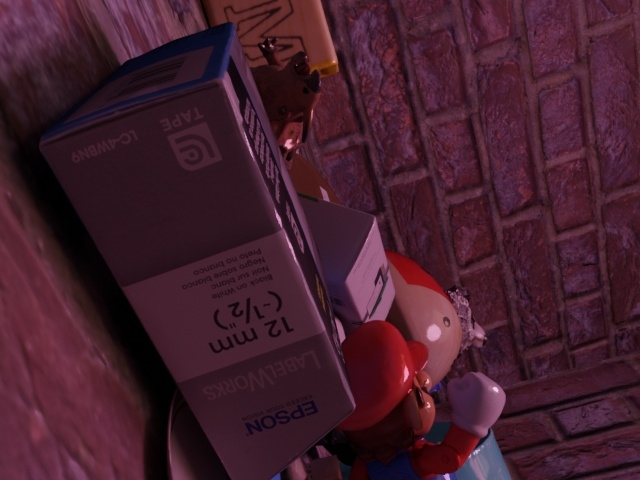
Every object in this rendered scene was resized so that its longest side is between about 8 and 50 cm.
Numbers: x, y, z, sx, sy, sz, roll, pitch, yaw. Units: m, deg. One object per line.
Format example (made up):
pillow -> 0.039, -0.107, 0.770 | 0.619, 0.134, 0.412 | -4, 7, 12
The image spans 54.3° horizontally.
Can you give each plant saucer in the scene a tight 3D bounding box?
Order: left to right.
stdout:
plant saucer -> -0.018, -0.058, 1.125 | 0.278, 0.041, 0.278 | 46, 23, -26

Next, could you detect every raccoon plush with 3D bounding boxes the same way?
raccoon plush -> 0.208, 0.217, 1.622 | 0.299, 0.447, 0.216 | 18, 70, -67

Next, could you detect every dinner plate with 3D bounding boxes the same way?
dinner plate -> -0.079, 0.164, 0.429 | 0.141, 0.017, 0.141 | -16, 90, -86

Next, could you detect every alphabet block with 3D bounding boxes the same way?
alphabet block -> -0.084, -0.375, 1.116 | 0.192, 0.194, 0.197 | -69, 143, -80

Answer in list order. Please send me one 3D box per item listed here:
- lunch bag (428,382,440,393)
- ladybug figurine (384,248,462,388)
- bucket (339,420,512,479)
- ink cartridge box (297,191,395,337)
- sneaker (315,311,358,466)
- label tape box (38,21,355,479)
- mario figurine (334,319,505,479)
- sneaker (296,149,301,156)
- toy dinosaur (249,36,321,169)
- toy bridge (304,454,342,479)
lunch bag -> 0.214, 0.400, 1.742 | 0.293, 0.221, 0.138 | 32, 42, -83
ladybug figurine -> 0.174, 0.156, 1.391 | 0.449, 0.162, 0.305 | -132, -154, -63
bucket -> 0.154, 0.385, 0.889 | 0.281, 0.281, 0.183 | 29, 43, -83
ink cartridge box -> -0.001, 0.037, 0.800 | 0.092, 0.160, 0.219 | -63, 157, -20
sneaker -> -0.002, 0.223, 0.794 | 0.124, 0.107, 0.283 | -73, 147, -51
label tape box -> -0.054, 0.026, 0.496 | 0.249, 0.115, 0.347 | -104, 172, -64
mario figurine -> 0.117, 0.236, 0.698 | 0.170, 0.198, 0.320 | -47, 117, -85
sneaker -> -0.077, -0.191, 1.426 | 0.077, 0.072, 0.178 | 38, 27, -62
toy dinosaur -> -0.066, -0.141, 0.788 | 0.295, 0.127, 0.200 | 73, -8, -68
toy bridge -> 0.007, 0.296, 0.688 | 0.026, 0.063, 0.188 | -101, 177, -46
